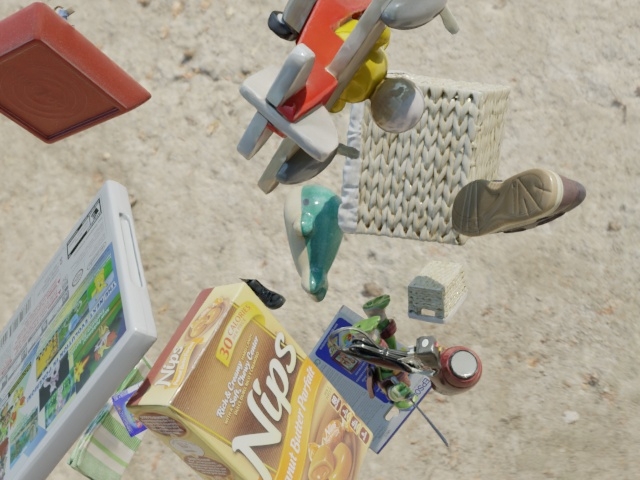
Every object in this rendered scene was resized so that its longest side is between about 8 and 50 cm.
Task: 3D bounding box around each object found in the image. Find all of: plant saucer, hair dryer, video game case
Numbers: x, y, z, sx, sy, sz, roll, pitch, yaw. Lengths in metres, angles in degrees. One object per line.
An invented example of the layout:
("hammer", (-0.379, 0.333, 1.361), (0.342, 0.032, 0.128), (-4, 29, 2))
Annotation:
("plant saucer", (-0.473, -0.263, 1.188), (0.259, 0.258, 0.048), (-14, 58, 26))
("hair dryer", (0.172, 0.206, 1.216), (0.223, 0.293, 0.080), (3, 63, 41))
("video game case", (-0.322, 0.127, 0.859), (0.329, 0.036, 0.300), (-49, 38, 17))

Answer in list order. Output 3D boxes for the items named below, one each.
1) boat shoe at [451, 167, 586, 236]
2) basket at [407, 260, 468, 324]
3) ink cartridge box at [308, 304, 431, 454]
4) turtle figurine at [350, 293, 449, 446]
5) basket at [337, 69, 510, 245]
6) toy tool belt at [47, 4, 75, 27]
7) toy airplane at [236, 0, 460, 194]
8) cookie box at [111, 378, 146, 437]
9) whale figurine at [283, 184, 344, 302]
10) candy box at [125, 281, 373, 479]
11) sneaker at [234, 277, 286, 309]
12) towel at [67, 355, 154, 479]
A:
("boat shoe", (0.319, -0.057, 1.151), (0.285, 0.092, 0.103), (160, 117, -68))
("basket", (0.310, 0.133, 1.840), (0.113, 0.167, 0.103), (6, 118, 32))
("ink cartridge box", (0.109, 0.372, 1.845), (0.307, 0.072, 0.304), (34, 117, 4))
("turtle figurine", (0.198, 0.256, 1.503), (0.197, 0.266, 0.274), (-38, 19, -23))
("basket", (0.224, -0.177, 1.455), (0.266, 0.328, 0.332), (12, 107, 22))
("toy tool belt", (-0.448, -0.363, 1.193), (0.051, 0.052, 0.083), (-1, 91, -3))
("toy airplane", (0.035, -0.235, 1.021), (0.385, 0.272, 0.386), (-63, 14, -3))
("cookie box", (-0.369, 0.345, 1.451), (0.107, 0.092, 0.040), (-26, 18, -16))
("whale figurine", (0.000, 0.000, 1.601), (0.141, 0.216, 0.272), (-10, 67, 9))
("candy box", (-0.071, 0.227, 0.865), (0.087, 0.316, 0.183), (-12, 36, 38))
("sneaker", (-0.178, 0.152, 2.035), (0.170, 0.089, 0.051), (6, 52, 54))
("towel", (-0.520, 0.486, 1.843), (0.038, 0.248, 0.325), (14, 60, 24))
